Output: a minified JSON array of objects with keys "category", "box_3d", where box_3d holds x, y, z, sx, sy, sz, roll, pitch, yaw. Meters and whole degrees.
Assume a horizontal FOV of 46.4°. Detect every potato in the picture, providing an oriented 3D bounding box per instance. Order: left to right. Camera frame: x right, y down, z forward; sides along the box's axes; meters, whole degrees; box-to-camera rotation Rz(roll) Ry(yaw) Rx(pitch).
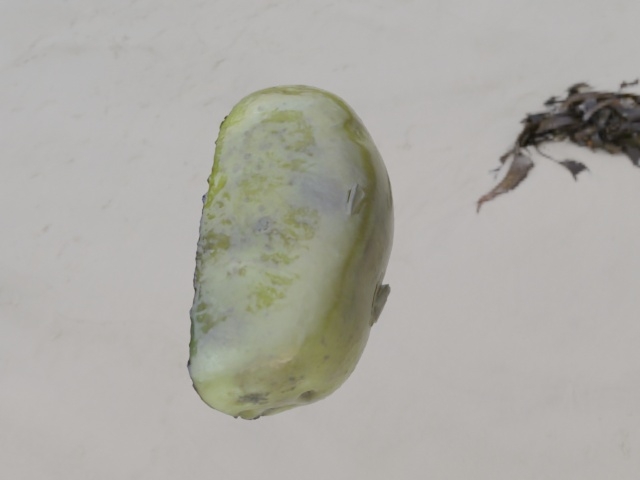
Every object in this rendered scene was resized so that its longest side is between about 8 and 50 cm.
[{"category":"potato","box_3d":[0.000,0.000,0.566,0.111,0.160,0.271,-12,62,36]}]
